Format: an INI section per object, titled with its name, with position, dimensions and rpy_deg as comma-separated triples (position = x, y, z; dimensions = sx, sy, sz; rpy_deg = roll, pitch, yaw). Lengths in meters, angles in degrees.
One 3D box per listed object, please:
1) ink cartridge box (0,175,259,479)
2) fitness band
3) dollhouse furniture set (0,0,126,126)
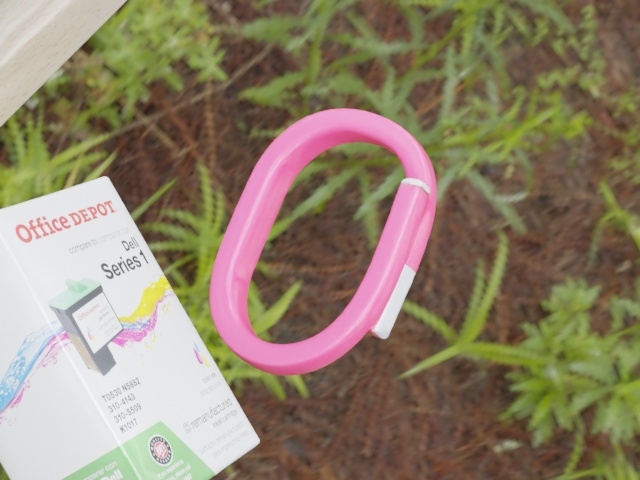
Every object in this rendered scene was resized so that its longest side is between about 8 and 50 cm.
[ink cartridge box]
position = -0.199, 0.101, 1.447
dimensions = 0.278, 0.117, 0.201
rpy_deg = 60, 24, 2
[fitness band]
position = 0.000, 0.000, 1.739
dimensions = 0.054, 0.209, 0.290
rpy_deg = 44, 65, -54
[dollhouse furniture set]
position = -0.228, -0.213, 0.679
dimensions = 0.174, 0.303, 0.355
rpy_deg = -55, 130, -47
